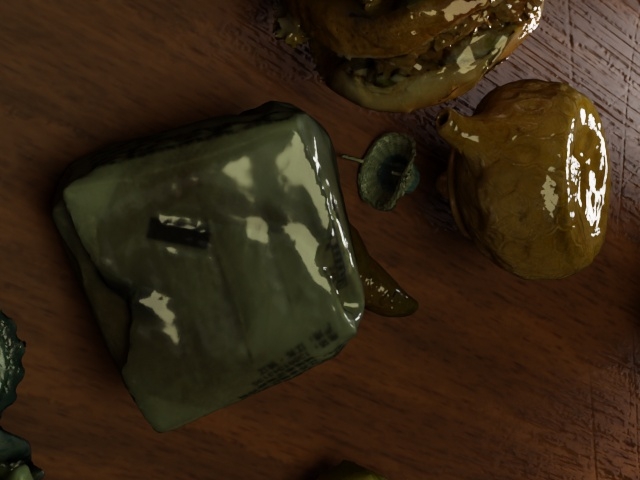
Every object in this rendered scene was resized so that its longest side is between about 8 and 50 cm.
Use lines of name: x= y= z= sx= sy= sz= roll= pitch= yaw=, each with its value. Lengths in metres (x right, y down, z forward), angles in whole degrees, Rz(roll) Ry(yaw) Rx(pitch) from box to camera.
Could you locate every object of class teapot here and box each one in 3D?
teapot: x=0.203 y=-0.056 z=1.359 sx=0.311 sy=0.167 sz=0.203 roll=43 pitch=51 yaw=-53

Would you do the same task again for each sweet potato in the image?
sweet potato: x=0.000 y=0.000 z=1.289 sx=0.274 sy=0.067 sz=0.067 roll=39 pitch=79 yaw=-25

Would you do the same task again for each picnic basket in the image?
picnic basket: x=0.068 y=-0.071 z=1.315 sx=0.083 sy=0.065 sz=0.083 roll=20 pitch=95 yaw=-51

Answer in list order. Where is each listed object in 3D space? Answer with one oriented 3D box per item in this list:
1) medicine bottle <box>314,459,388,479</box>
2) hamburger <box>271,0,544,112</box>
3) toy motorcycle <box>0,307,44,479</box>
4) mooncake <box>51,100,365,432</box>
medicine bottle: x=0.076 y=0.325 z=1.382 sx=0.239 sy=0.124 sz=0.124 roll=37 pitch=81 yaw=-33
hamburger: x=0.068 y=-0.256 z=1.165 sx=0.260 sy=0.245 sz=0.211 roll=-25 pitch=138 yaw=-1
toy motorcycle: x=-0.325 y=0.252 z=1.080 sx=0.237 sy=0.168 sz=0.410 roll=-18 pitch=105 yaw=-35
mooncake: x=-0.090 y=0.016 z=1.174 sx=0.254 sy=0.136 sz=0.250 roll=-18 pitch=108 yaw=-3
